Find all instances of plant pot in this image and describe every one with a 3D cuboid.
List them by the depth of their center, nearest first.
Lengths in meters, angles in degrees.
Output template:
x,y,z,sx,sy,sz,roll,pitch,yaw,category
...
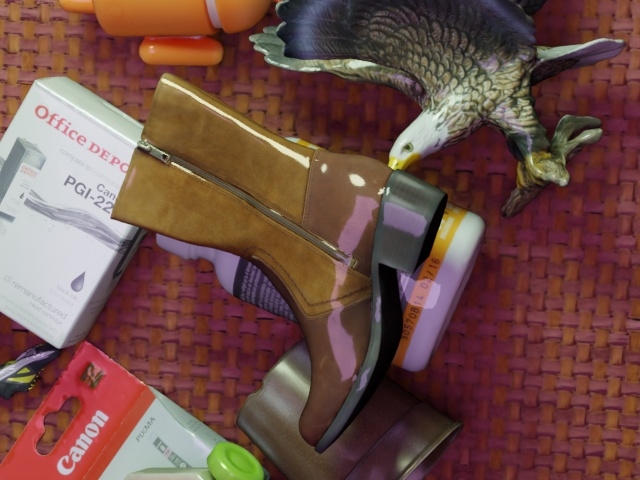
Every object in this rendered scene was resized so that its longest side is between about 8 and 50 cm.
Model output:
x,y,z,sx,sy,sz,roll,pitch,yaw,category
0.020,0.181,1.800,0.165,0.167,0.167,41,102,12,plant pot

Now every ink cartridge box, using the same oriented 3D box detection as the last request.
x,y,z,sx,sy,sz,roll,pitch,yaw,category
-0.251,-0.029,1.851,0.158,0.092,0.218,32,99,5,ink cartridge box
-0.196,0.243,1.892,0.232,0.066,0.189,35,101,0,ink cartridge box

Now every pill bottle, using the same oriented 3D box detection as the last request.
x,y,z,sx,sy,sz,roll,pitch,yaw,category
0.000,0.000,1.774,0.278,0.162,0.162,23,100,6,pill bottle

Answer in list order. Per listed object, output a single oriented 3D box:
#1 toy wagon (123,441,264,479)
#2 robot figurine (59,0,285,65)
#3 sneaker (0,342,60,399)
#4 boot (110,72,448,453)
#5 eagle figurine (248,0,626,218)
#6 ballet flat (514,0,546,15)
x,y,z,sx,sy,sz,roll,pitch,yaw,category
-0.083,0.369,1.781,0.344,0.068,0.267,44,113,20,toy wagon
-0.134,-0.252,1.787,0.219,0.128,0.158,-1,74,8,robot figurine
-0.292,0.131,1.911,0.083,0.031,0.035,-26,105,16,sneaker
-0.061,0.023,1.661,0.280,0.096,0.264,22,111,11,boot
0.102,-0.149,1.692,0.298,0.225,0.226,42,126,-2,eagle figurine
0.213,-0.286,1.759,0.057,0.049,0.173,20,99,6,ballet flat
